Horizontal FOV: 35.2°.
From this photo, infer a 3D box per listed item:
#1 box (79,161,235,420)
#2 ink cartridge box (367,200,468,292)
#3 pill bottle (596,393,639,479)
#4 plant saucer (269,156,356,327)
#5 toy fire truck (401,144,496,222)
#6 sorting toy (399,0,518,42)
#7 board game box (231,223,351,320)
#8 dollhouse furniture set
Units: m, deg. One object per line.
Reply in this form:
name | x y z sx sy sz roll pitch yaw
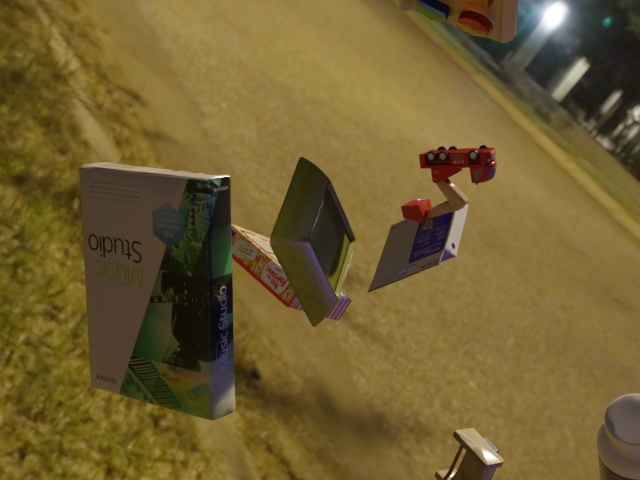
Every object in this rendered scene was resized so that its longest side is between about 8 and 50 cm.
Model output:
box | -0.220 0.063 1.352 0.232 0.322 0.058 7 15 35
ink cartridge box | 0.210 0.019 2.156 0.045 0.206 0.208 44 46 -23
pill bottle | 0.451 0.305 1.436 0.112 0.112 0.186 57 -9 44
plant saucer | 0.000 0.000 1.502 0.188 0.045 0.188 -72 148 -42
toy fire truck | 0.235 -0.103 1.846 0.192 0.135 0.047 2 18 36
sorting toy | 0.224 -0.398 1.683 0.208 0.038 0.193 19 -11 13
board game box | -0.060 0.051 1.651 0.193 0.045 0.147 39 11 37
dollhouse furniture set | 0.242 0.373 1.421 0.129 0.183 0.129 0 30 -35
